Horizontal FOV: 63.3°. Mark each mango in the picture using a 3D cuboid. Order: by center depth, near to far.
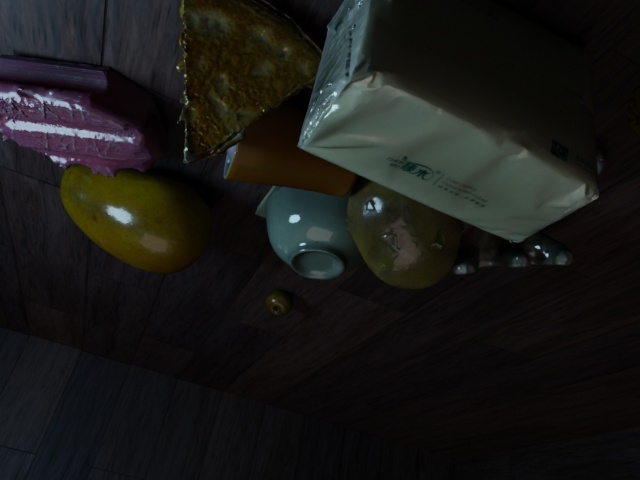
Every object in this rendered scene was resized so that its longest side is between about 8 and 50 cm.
[{"bbox_3d":[-0.443,-0.060,1.246,0.377,0.221,0.264,24,152,0],"label":"mango"}]

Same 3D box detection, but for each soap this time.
[{"bbox_3d":[-0.474,-0.244,1.047,0.324,0.128,0.220,10,148,2],"label":"soap"}]

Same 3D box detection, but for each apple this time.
[{"bbox_3d":[-0.133,0.198,1.666,0.089,0.075,0.090,8,145,6],"label":"apple"}]

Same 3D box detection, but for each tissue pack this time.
[{"bbox_3d":[0.185,-0.202,0.748,0.379,0.298,0.207,20,149,-15],"label":"tissue pack"}]

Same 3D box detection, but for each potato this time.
[{"bbox_3d":[0.151,-0.038,1.016,0.238,0.300,0.116,-4,-171,31],"label":"potato"}]

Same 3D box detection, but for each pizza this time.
[{"bbox_3d":[-0.108,-0.260,0.838,0.251,0.288,0.074,4,-170,-14],"label":"pizza"}]

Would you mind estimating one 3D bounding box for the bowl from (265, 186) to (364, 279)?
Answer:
[{"bbox_3d":[0.000,0.000,1.210,0.288,0.146,0.289,6,147,4],"label":"bowl"}]

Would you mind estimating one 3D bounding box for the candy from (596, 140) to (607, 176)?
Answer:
[{"bbox_3d":[0.480,-0.146,0.973,0.103,0.043,0.103,7,145,5],"label":"candy"}]

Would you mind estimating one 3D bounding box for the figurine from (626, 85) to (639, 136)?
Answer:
[{"bbox_3d":[0.568,-0.106,0.753,0.187,0.316,0.168,-21,135,41],"label":"figurine"}]

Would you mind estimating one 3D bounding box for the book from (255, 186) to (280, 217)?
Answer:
[{"bbox_3d":[-0.008,-0.101,1.215,0.214,0.025,0.283,21,145,-16],"label":"book"}]

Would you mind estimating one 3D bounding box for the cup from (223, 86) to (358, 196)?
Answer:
[{"bbox_3d":[-0.051,-0.197,0.978,0.263,0.182,0.226,14,117,-17],"label":"cup"}]

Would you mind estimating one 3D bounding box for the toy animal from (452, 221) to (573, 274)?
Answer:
[{"bbox_3d":[0.357,-0.025,1.102,0.307,0.188,0.266,-4,177,42],"label":"toy animal"}]
